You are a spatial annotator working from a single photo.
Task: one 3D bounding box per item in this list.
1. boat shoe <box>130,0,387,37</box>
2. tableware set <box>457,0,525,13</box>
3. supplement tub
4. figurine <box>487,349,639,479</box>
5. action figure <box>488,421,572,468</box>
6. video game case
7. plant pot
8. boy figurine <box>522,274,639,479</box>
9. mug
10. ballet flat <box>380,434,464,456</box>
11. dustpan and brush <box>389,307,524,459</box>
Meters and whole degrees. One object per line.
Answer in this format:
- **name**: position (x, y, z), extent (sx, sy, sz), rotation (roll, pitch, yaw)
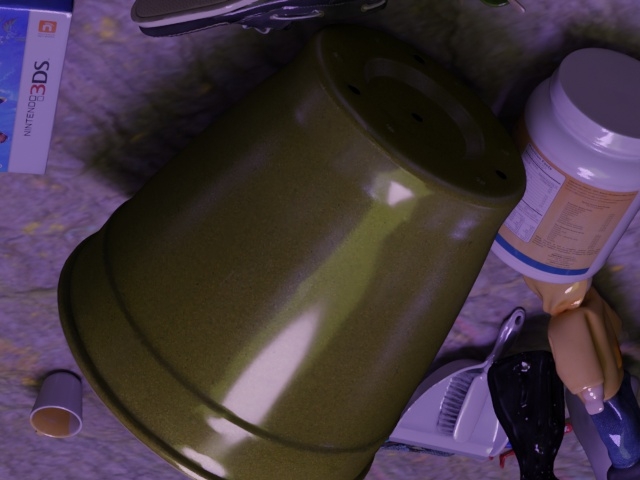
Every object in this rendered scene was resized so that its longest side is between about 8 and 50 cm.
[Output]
- **boat shoe**: position (-0.056, -0.214, 1.360), extent (0.233, 0.084, 0.079), rotation (-12, 134, 10)
- **tableware set**: position (0.192, -0.250, 1.353), extent (0.154, 0.024, 0.104), rotation (-3, 136, 7)
- **supplement tub**: position (0.246, -0.070, 1.451), extent (0.144, 0.144, 0.199), rotation (13, 135, -11)
- **figurine**: position (0.287, 0.249, 1.703), extent (0.215, 0.209, 0.092), rotation (17, 152, -38)
- **action figure**: position (0.263, 0.250, 1.872), extent (0.115, 0.030, 0.038), rotation (-32, 122, 28)
- **video game case**: position (-0.375, -0.160, 1.394), extent (0.270, 0.061, 0.244), rotation (3, 145, -15)
- **plant pot**: position (0.000, 0.000, 1.425), extent (0.366, 0.366, 0.353), rotation (26, 120, -23)
- **boy figurine**: position (0.301, 0.114, 1.633), extent (0.092, 0.177, 0.285), rotation (-18, 99, 26)
- **mug**: position (-0.319, 0.194, 1.814), extent (0.078, 0.064, 0.062), rotation (-16, 134, 19)
- **ballet flat**: position (0.088, 0.233, 1.838), extent (0.188, 0.070, 0.070), rotation (8, 136, -3)
- **dustpan and brush**: position (0.183, 0.165, 1.754), extent (0.147, 0.060, 0.211), rotation (14, 105, -23)
